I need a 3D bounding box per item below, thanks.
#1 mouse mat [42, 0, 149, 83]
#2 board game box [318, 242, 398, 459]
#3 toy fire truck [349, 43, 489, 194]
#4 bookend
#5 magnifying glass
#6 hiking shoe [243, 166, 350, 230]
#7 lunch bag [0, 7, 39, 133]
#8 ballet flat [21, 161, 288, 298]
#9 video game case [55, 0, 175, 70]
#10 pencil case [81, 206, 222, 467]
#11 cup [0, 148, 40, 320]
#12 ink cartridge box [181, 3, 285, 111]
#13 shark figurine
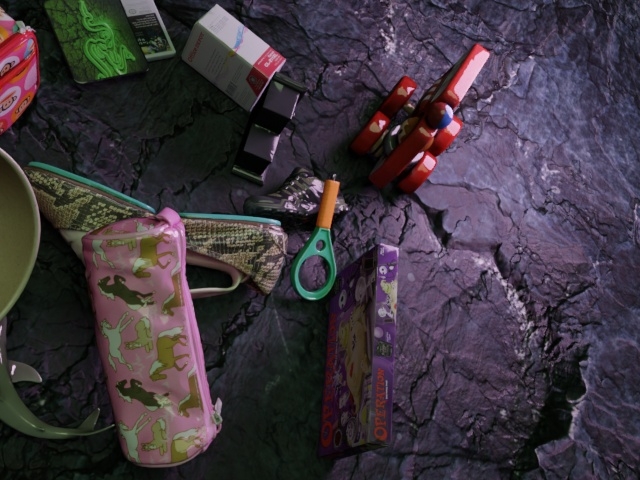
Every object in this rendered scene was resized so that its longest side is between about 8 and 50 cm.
[{"bbox_3d":[-0.429,-0.392,1.515,0.152,0.007,0.190,-19,79,-30],"label":"mouse mat"},{"bbox_3d":[0.067,0.200,1.404,0.056,0.208,0.347,12,65,-16],"label":"board game box"},{"bbox_3d":[0.212,-0.250,1.622,0.169,0.254,0.302,39,59,-5],"label":"toy fire truck"},{"bbox_3d":[-0.099,-0.214,1.527,0.072,0.157,0.156,22,62,-14],"label":"bookend"},{"bbox_3d":[0.000,0.000,1.506,0.092,0.026,0.231,11,89,-31],"label":"magnifying glass"},{"bbox_3d":[-0.056,-0.084,1.547,0.226,0.086,0.114,-1,61,-34],"label":"hiking shoe"},{"bbox_3d":[-0.584,-0.241,1.265,0.120,0.258,0.293,38,61,-1],"label":"lunch bag"},{"bbox_3d":[-0.288,0.007,1.368,0.482,0.164,0.182,14,80,-21],"label":"ballet flat"},{"bbox_3d":[-0.404,-0.422,1.556,0.190,0.022,0.173,-19,78,-29],"label":"video game case"},{"bbox_3d":[-0.262,0.149,1.234,0.167,0.160,0.387,-14,99,-25],"label":"pencil case"},{"bbox_3d":[-0.595,-0.022,1.083,0.236,0.331,0.331,23,51,36],"label":"cup"},{"bbox_3d":[-0.174,-0.361,1.570,0.175,0.127,0.072,38,58,-6],"label":"ink cartridge box"},{"bbox_3d":[-0.466,0.237,1.212,0.278,0.116,0.166,45,60,1],"label":"shark figurine"}]
